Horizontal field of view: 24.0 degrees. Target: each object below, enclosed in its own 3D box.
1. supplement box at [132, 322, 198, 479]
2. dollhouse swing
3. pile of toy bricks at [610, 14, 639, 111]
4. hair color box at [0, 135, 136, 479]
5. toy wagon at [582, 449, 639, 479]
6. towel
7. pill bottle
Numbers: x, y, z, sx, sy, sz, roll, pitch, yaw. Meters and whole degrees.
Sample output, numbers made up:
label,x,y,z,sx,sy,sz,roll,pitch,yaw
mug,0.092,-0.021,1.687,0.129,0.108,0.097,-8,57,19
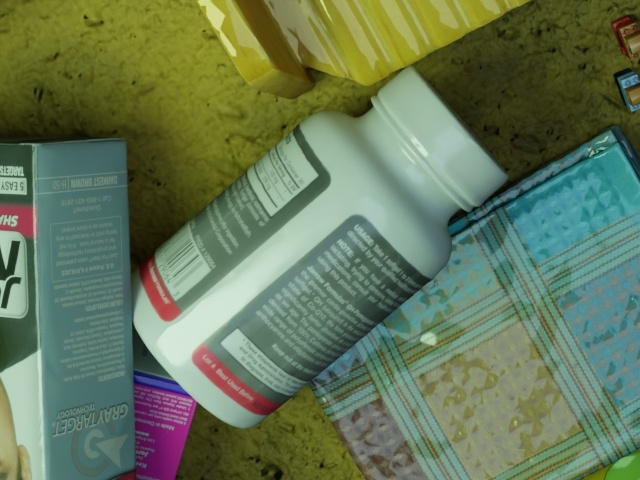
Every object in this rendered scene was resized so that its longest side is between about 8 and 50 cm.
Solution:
label,x,y,z,sx,sy,sz,roll,pitch,yaw
supplement box,-0.188,0.197,1.384,0.114,0.111,0.220,16,107,-9
dollhouse swing,0.040,-0.265,1.116,0.347,0.305,0.315,-27,105,14
pile of toy bricks,0.338,-0.119,1.322,0.118,0.105,0.212,-24,109,4
hair color box,-0.262,0.101,1.264,0.185,0.114,0.374,3,98,34
toy wagon,0.372,0.295,1.483,0.267,0.068,0.344,-39,107,9
towel,0.182,0.102,1.384,0.370,0.040,0.271,-31,91,6
pill bottle,0.000,0.000,1.298,0.318,0.176,0.176,-40,107,9
